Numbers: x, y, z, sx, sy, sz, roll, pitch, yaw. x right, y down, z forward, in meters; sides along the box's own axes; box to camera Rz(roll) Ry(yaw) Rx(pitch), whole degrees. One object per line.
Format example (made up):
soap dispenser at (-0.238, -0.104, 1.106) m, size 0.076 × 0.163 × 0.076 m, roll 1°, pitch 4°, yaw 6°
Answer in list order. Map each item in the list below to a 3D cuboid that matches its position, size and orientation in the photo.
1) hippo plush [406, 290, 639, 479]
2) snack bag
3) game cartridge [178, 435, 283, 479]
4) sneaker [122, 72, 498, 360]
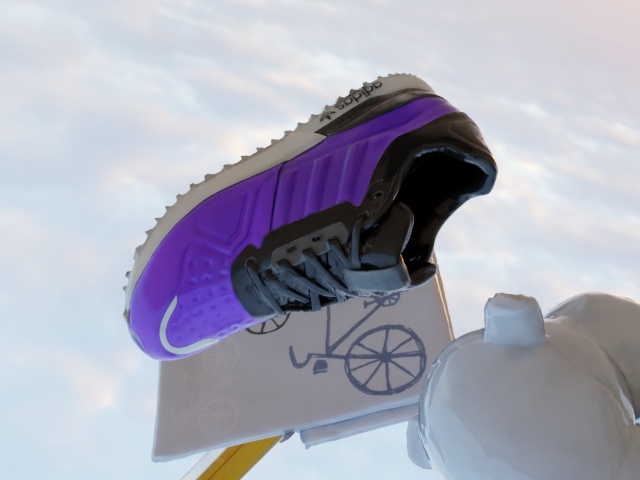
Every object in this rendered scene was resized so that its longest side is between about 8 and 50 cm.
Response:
hippo plush at (0.152, 0.159, 0.528) m, size 0.294 × 0.234 × 0.236 m, roll -22°, pitch -129°, yaw -40°
snack bag at (-0.028, 0.092, 1.074) m, size 0.342 × 0.037 × 0.323 m, roll -15°, pitch -137°, yaw 7°
game cartridge at (-0.139, 0.318, 1.400) m, size 0.323 × 0.285 × 0.053 m, roll -41°, pitch -92°, yaw -24°
sneaker at (0.000, -0.001, 0.676) m, size 0.293 × 0.102 × 0.146 m, roll -38°, pitch -134°, yaw -8°
